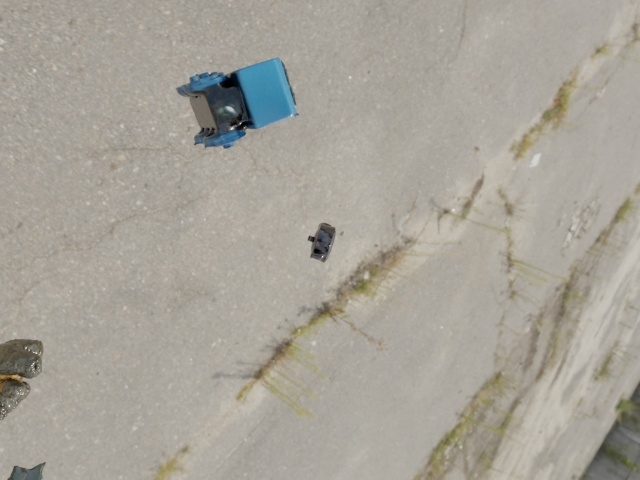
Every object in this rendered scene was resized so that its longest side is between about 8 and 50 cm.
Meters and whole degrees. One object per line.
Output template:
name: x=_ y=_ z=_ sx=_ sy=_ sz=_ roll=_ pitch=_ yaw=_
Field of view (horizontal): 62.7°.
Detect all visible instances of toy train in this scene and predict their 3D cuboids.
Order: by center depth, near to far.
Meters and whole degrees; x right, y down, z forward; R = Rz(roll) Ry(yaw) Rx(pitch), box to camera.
toy train: x=-0.207 y=-0.350 z=1.324 sx=0.265 sy=0.300 sz=0.188 roll=-23 pitch=109 yaw=-17

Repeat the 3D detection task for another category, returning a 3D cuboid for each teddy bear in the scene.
teddy bear: x=-0.782 y=0.345 z=1.315 sx=0.140 sy=0.177 sz=0.190 roll=12 pitch=97 yaw=-30

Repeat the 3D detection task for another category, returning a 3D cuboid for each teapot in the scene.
teapot: x=0.000 y=0.000 z=0.918 sx=0.100 sy=0.045 sz=0.068 roll=-76 pitch=-174 yaw=-51

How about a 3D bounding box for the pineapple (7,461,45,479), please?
pineapple: x=-0.258 y=0.292 z=0.318 sx=0.364 sy=0.165 sz=0.166 roll=-105 pitch=-140 yaw=-82
